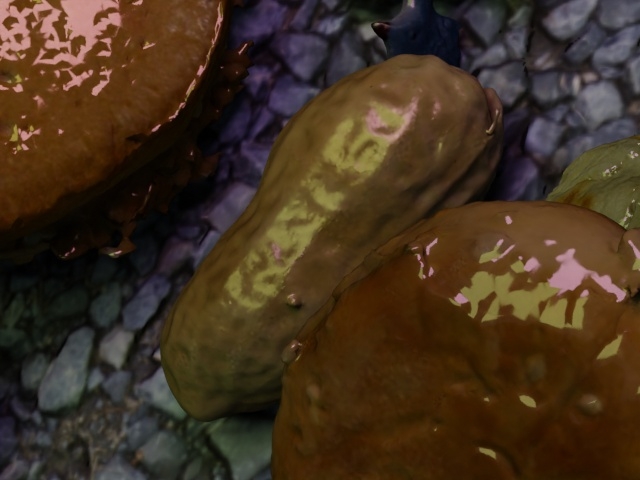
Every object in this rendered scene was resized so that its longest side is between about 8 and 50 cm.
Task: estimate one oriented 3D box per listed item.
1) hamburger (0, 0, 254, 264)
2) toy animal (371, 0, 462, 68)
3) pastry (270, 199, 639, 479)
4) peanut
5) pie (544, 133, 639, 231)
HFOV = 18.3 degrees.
[{"bbox_3d":[-0.193,-0.156,1.520,0.268,0.287,0.445,146,141,-72],"label":"hamburger"},{"bbox_3d":[0.085,-0.236,1.465,0.239,0.176,0.255,3,44,43],"label":"toy animal"},{"bbox_3d":[0.124,0.114,1.152,0.316,0.184,0.284,-43,80,33],"label":"pastry"},{"bbox_3d":[0.000,0.000,1.389,0.313,0.149,0.149,-54,50,8],"label":"peanut"},{"bbox_3d":[0.228,0.028,1.243,0.248,0.090,0.201,24,87,43],"label":"pie"}]
